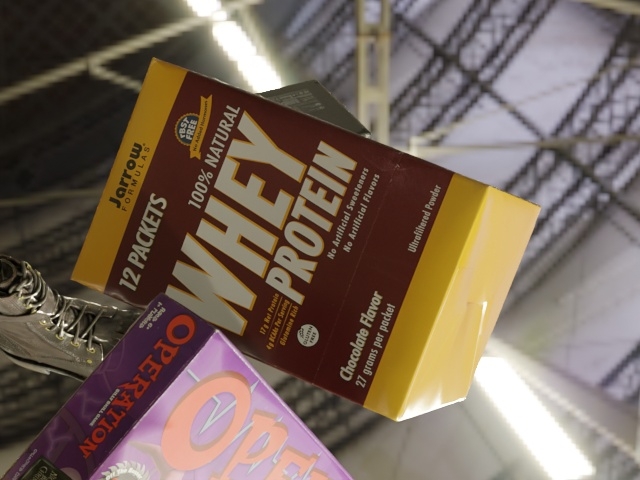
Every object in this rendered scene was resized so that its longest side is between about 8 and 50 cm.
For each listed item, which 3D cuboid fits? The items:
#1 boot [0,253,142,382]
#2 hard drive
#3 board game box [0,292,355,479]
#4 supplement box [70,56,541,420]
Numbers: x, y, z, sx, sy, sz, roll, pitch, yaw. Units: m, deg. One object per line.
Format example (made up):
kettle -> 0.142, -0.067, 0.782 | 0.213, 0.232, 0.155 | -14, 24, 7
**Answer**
boot -> -0.278, 0.080, 1.694 | 0.263, 0.091, 0.229 | 3, 158, 14
hard drive -> -0.018, -0.121, 1.659 | 0.094, 0.022, 0.135 | -15, -147, -18
board game box -> -0.055, 0.197, 0.819 | 0.056, 0.347, 0.208 | 26, -108, 38
supplement box -> 0.000, 0.000, 0.916 | 0.194, 0.129, 0.191 | 22, -176, 15
